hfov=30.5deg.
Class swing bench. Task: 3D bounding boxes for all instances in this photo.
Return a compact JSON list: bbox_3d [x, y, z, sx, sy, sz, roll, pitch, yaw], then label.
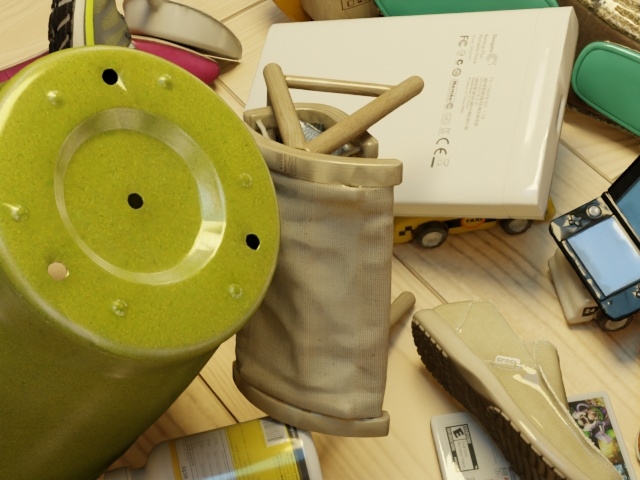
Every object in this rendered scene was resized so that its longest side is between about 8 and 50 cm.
[{"bbox_3d":[0.000,0.000,1.061,0.165,0.253,0.254,5,25,8],"label":"swing bench"}]

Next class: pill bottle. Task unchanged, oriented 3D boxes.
[{"bbox_3d":[-0.093,0.219,1.040,0.184,0.103,0.103,-13,52,-6],"label":"pill bottle"}]

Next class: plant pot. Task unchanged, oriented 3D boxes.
[{"bbox_3d":[-0.219,0.021,0.949,0.367,0.353,0.366,15,63,-32],"label":"plant pot"}]

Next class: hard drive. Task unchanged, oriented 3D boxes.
[{"bbox_3d":[0.081,-0.135,1.249,0.353,0.047,0.233,2,65,27],"label":"hard drive"}]

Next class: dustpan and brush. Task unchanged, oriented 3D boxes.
[{"bbox_3d":[-0.182,-0.264,1.361,0.147,0.211,0.060,13,93,14],"label":"dustpan and brush"}]

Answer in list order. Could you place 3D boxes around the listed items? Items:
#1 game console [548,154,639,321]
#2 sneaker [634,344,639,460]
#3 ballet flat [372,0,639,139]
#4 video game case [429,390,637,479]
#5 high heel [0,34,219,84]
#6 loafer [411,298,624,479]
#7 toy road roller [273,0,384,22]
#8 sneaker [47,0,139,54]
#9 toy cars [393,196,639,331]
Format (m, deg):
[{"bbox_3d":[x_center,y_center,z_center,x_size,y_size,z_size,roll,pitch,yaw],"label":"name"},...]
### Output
[{"bbox_3d":[0.294,-0.003,1.121,0.107,0.071,0.122,-26,65,-7],"label":"game console"},{"bbox_3d":[0.334,0.132,1.102,0.064,0.067,0.175,10,56,4],"label":"sneaker"},{"bbox_3d":[0.288,-0.235,1.336,0.483,0.164,0.182,26,41,7],"label":"ballet flat"},{"bbox_3d":[0.202,0.233,1.065,0.173,0.022,0.190,-8,51,-3],"label":"video game case"},{"bbox_3d":[-0.308,-0.150,1.375,0.377,0.127,0.181,1,90,-6],"label":"high heel"},{"bbox_3d":[0.188,0.140,1.060,0.092,0.102,0.268,-32,55,-13],"label":"loafer"},{"bbox_3d":[0.079,-0.380,1.445,0.330,0.202,0.240,-21,43,-12],"label":"toy road roller"},{"bbox_3d":[-0.225,-0.177,1.289,0.121,0.299,0.111,-8,11,-27],"label":"sneaker"},{"bbox_3d":[0.244,-0.021,1.219,0.394,0.087,0.176,24,57,20],"label":"toy cars"}]
